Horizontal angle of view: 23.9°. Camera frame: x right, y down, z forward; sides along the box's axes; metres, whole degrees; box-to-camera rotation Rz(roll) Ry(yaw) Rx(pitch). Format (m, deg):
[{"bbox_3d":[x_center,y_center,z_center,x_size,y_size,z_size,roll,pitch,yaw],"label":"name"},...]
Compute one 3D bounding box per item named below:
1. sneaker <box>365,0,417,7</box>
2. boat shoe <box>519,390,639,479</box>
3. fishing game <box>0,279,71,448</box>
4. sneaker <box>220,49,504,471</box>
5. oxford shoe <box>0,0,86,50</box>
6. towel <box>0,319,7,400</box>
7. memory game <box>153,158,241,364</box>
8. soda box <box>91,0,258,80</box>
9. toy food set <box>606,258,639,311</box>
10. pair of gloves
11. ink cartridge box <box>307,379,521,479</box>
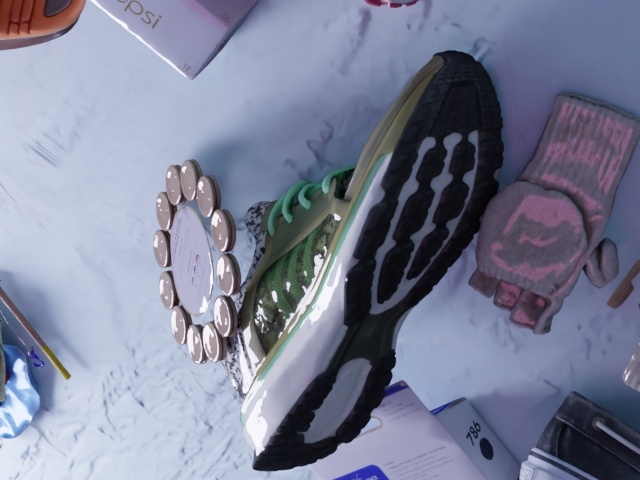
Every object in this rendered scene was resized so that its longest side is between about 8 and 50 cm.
[{"bbox_3d":[-0.029,-0.282,1.111,0.299,0.121,0.112,40,99,-15],"label":"sneaker"},{"bbox_3d":[0.339,0.230,1.282,0.335,0.121,0.119,24,89,8],"label":"boat shoe"},{"bbox_3d":[-0.386,0.145,1.607,0.264,0.041,0.189,-21,109,34],"label":"fishing game"},{"bbox_3d":[0.000,0.000,1.273,0.182,0.158,0.410,44,121,30],"label":"sneaker"},{"bbox_3d":[-0.366,-0.205,1.331,0.364,0.130,0.133,4,157,14],"label":"oxford shoe"},{"bbox_3d":[-0.393,0.112,1.555,0.148,0.027,0.110,7,116,14],"label":"towel"},{"bbox_3d":[-0.110,0.019,1.336,0.186,0.012,0.186,25,119,59],"label":"memory game"},{"bbox_3d":[-0.158,-0.232,1.223,0.216,0.074,0.069,38,129,-4],"label":"soda box"},{"bbox_3d":[0.304,0.059,1.250,0.122,0.019,0.078,29,129,1],"label":"toy food set"},{"bbox_3d":[0.246,0.016,1.206,0.240,0.042,0.204,30,117,4],"label":"pair of gloves"},{"bbox_3d":[0.126,0.262,1.441,0.165,0.065,0.332,-27,110,35],"label":"ink cartridge box"}]
